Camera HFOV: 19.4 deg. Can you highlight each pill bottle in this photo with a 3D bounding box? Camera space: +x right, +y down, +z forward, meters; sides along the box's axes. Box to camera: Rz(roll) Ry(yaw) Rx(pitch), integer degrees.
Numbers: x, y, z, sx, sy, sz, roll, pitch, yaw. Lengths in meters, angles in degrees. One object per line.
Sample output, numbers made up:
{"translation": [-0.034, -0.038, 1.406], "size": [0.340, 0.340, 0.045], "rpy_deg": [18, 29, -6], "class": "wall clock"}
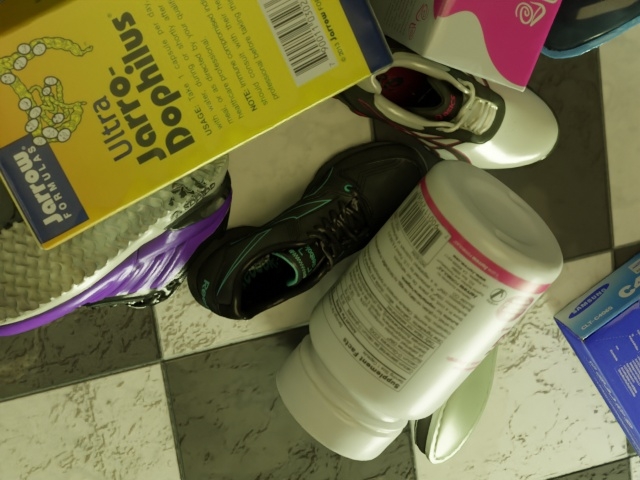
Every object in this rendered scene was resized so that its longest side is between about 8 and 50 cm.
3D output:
{"translation": [0.091, 0.073, 1.831], "size": [0.160, 0.160, 0.283], "rpy_deg": [29, 115, -24], "class": "pill bottle"}

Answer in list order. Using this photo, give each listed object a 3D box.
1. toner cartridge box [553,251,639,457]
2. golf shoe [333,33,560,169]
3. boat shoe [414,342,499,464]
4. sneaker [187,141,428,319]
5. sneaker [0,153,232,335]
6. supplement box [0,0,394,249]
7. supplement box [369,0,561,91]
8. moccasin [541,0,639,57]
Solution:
{"translation": [0.410, 0.174, 2.047], "size": [0.165, 0.075, 0.348], "rpy_deg": [-36, 115, -5], "class": "toner cartridge box"}
{"translation": [0.127, -0.125, 1.830], "size": [0.273, 0.120, 0.105], "rpy_deg": [17, 100, -24], "class": "golf shoe"}
{"translation": [0.139, 0.120, 1.945], "size": [0.081, 0.068, 0.228], "rpy_deg": [-1, 112, -51], "class": "boat shoe"}
{"translation": [0.000, 0.000, 1.836], "size": [0.267, 0.106, 0.101], "rpy_deg": [-34, 113, -7], "class": "sneaker"}
{"translation": [-0.197, 0.025, 1.761], "size": [0.293, 0.102, 0.146], "rpy_deg": [-33, 145, -19], "class": "sneaker"}
{"translation": [-0.150, -0.179, 1.675], "size": [0.356, 0.194, 0.195], "rpy_deg": [-29, 114, -7], "class": "supplement box"}
{"translation": [0.120, -0.228, 1.735], "size": [0.114, 0.220, 0.111], "rpy_deg": [18, 102, -23], "class": "supplement box"}
{"translation": [0.344, -0.304, 1.833], "size": [0.342, 0.138, 0.117], "rpy_deg": [-32, 110, -7], "class": "moccasin"}
